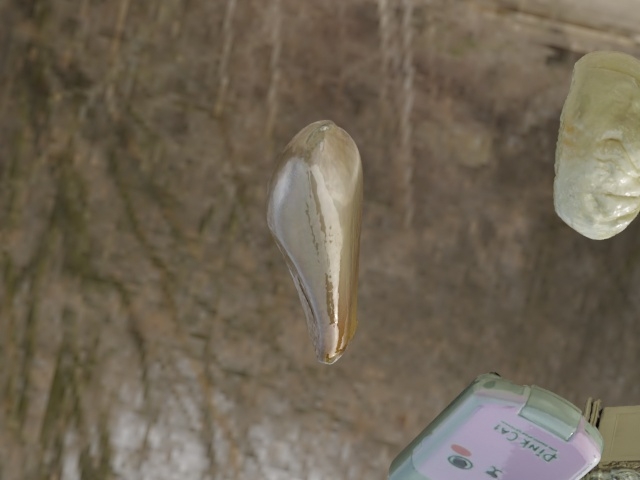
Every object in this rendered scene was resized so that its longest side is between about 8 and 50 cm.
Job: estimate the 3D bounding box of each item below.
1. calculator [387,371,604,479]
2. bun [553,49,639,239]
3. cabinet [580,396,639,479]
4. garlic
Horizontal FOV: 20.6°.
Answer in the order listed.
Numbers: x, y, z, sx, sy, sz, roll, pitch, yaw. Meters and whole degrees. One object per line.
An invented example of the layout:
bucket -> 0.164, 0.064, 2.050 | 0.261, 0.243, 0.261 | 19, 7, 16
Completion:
calculator -> 0.162, 0.209, 1.659 | 0.141, 0.045, 0.246 | 30, 138, -9
bun -> 0.289, -0.094, 1.732 | 0.111, 0.188, 0.164 | 9, 140, 8
cabinet -> 0.511, 0.372, 2.301 | 0.318, 0.290, 0.227 | -5, -163, 16
garlic -> 0.001, -0.006, 1.982 | 0.112, 0.318, 0.143 | -4, -148, 13
